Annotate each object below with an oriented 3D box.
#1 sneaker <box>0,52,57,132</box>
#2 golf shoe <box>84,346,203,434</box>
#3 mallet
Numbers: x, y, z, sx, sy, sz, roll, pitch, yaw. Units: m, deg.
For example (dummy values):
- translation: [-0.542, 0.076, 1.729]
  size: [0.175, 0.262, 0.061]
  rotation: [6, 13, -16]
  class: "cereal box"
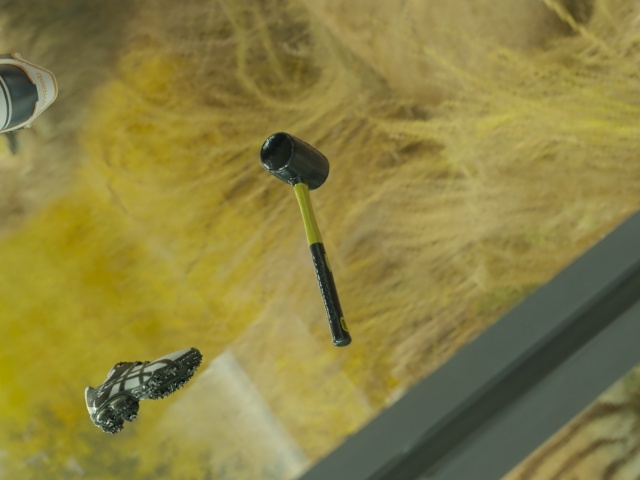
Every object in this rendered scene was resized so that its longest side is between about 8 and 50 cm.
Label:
- translation: [-0.511, -0.212, 1.935]
  size: [0.321, 0.127, 0.126]
  rotation: [10, 114, 46]
  class: "sneaker"
- translation: [-0.282, 0.212, 2.023]
  size: [0.094, 0.198, 0.077]
  rotation: [50, 167, 33]
  class: "golf shoe"
- translation: [0.000, 0.000, 1.075]
  size: [0.062, 0.039, 0.190]
  rotation: [14, -126, -59]
  class: "mallet"
